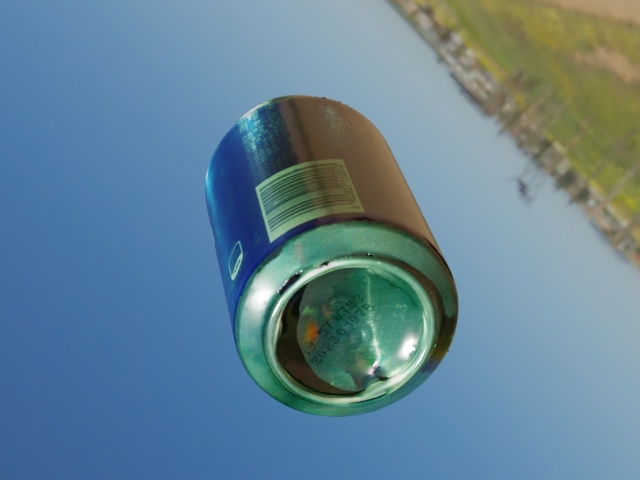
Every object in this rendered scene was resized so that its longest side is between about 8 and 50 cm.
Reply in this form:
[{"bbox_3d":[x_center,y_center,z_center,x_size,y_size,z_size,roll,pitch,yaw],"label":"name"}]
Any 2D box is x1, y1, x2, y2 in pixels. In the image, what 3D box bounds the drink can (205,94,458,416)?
[{"bbox_3d":[0.000,0.000,0.831,0.118,0.118,0.205,43,-166,-25],"label":"drink can"}]
